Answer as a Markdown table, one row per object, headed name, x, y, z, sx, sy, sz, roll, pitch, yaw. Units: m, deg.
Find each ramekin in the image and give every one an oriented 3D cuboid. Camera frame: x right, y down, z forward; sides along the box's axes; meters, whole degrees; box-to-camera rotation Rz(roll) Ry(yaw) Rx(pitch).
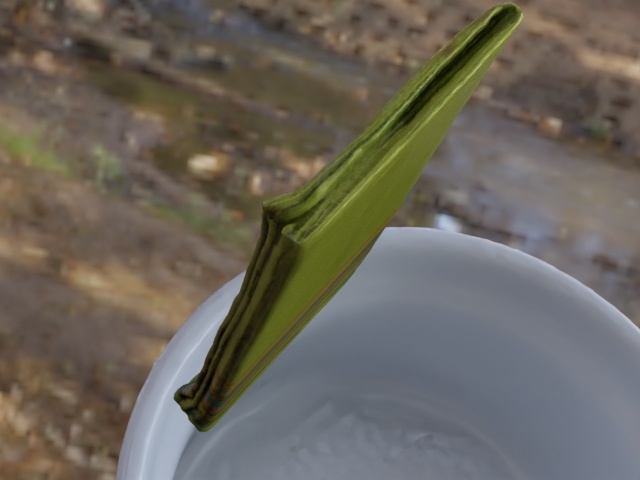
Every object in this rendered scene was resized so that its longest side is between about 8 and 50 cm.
| name | x | y | z | sx | sy | sz | roll | pitch | yaw |
| --- | --- | --- | --- | --- | --- | --- | --- | --- | --- |
| ramekin | 0.035 | 0.145 | 0.779 | 0.277 | 0.135 | 0.277 | 7 | 63 | -14 |

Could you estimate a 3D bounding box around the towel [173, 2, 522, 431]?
| name | x | y | z | sx | sy | sz | roll | pitch | yaw |
| --- | --- | --- | --- | --- | --- | --- | --- | --- | --- |
| towel | 0.000 | 0.000 | 0.588 | 0.021 | 0.102 | 0.237 | 41 | -20 | 4 |
